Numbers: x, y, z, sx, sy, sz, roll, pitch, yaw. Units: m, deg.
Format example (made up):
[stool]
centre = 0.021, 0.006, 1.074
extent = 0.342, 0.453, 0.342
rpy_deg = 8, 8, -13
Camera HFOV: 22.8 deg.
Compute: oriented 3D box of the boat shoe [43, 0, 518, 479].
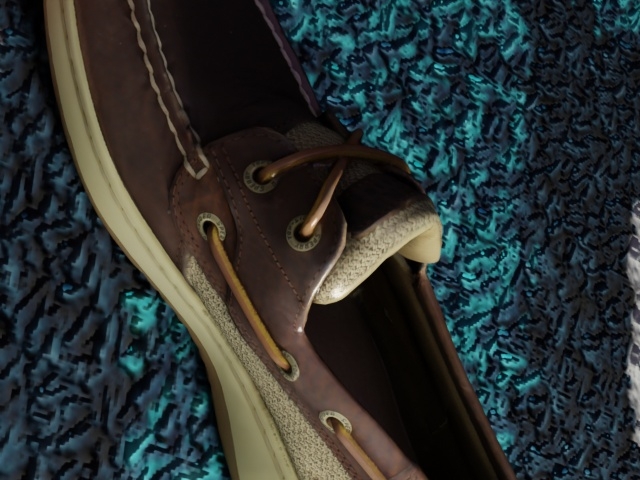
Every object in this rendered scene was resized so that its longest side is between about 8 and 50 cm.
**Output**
[boat shoe]
centre = 0.000, 0.000, 0.653
extent = 0.123, 0.123, 0.342
rpy_deg = -23, 93, -50
